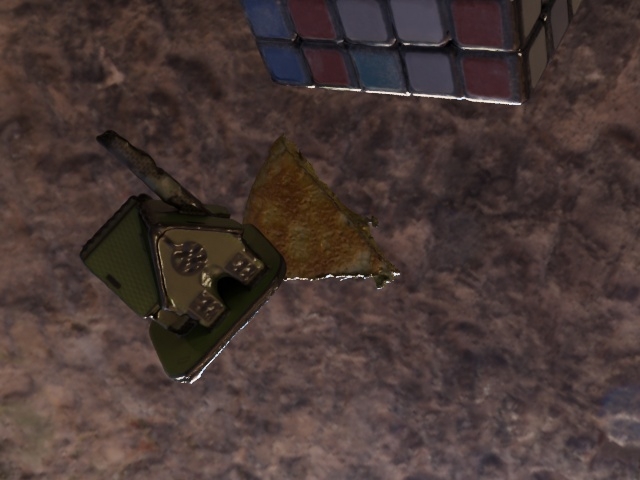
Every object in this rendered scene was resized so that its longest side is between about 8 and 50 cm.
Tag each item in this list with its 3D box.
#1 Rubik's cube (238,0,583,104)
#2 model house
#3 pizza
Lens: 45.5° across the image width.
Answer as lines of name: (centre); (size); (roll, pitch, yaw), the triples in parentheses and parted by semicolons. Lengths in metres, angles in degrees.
Rubik's cube: (0.087, -0.329, 0.701); (0.291, 0.287, 0.293); (13, -36, 31)
model house: (-0.224, 0.005, 0.975); (0.278, 0.218, 0.205); (42, -2, -30)
pizza: (0.000, 0.000, 1.278); (0.287, 0.075, 0.280); (30, -61, 7)
